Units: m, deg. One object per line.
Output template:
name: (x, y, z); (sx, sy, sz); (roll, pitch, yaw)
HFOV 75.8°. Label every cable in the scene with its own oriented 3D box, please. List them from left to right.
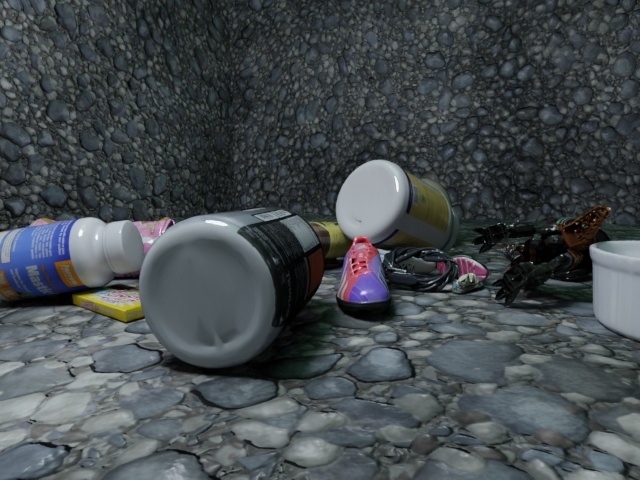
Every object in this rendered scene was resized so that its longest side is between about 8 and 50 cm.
cable: (0.240, 0.064, 0.988); (0.184, 0.047, 0.150); (2, 29, 23)

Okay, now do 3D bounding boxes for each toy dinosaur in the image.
toy dinosaur: (0.451, 0.015, 0.847); (0.218, 0.322, 0.164); (-8, 45, -12)

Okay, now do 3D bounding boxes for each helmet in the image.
helmet: (0.646, 0.016, 1.067); (0.161, 0.170, 0.169); (-22, 16, -22)

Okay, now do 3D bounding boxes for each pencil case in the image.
pencil case: (-0.584, 0.017, 1.111); (0.385, 0.160, 0.167); (-1, 9, -1)

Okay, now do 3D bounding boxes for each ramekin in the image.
ramekin: (0.596, 0.084, 0.668); (0.277, 0.135, 0.277); (0, 8, 0)

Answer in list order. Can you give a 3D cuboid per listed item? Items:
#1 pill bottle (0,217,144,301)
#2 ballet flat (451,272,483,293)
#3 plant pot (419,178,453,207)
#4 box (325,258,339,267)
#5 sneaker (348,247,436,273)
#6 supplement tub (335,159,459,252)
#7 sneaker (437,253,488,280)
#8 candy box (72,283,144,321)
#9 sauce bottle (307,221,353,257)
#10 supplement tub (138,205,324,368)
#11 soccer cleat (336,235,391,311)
pill bottle: (-0.532, 0.034, 0.873); (0.271, 0.153, 0.152); (-9, 8, -1)
ballet flat: (0.342, 0.095, 0.944); (0.114, 0.041, 0.041); (-7, 10, -41)
plant pot: (0.431, -0.087, 1.655); (0.256, 0.257, 0.274); (0, 25, 2)
box: (-0.040, 0.057, 1.299); (0.164, 0.021, 0.201); (-1, 8, -8)
sneaker: (0.188, 0.065, 1.084); (0.237, 0.085, 0.086); (5, 38, -3)
supplement tub: (0.235, -0.072, 1.209); (0.331, 0.241, 0.241); (19, -7, -42)
sneaker: (0.378, 0.067, 1.058); (0.074, 0.063, 0.170); (-10, 6, -20)
candy box: (-0.397, 0.121, 0.826); (0.205, 0.027, 0.105); (5, 13, 35)
sauce bottle: (0.000, 0.000, 1.187); (0.111, 0.112, 0.344); (7, 5, 41)
supplement tub: (-0.111, 0.050, 0.677); (0.207, 0.207, 0.338); (1, 7, 12)
soccer cleat: (0.089, 0.066, 0.877); (0.108, 0.117, 0.318); (0, 8, 4)
